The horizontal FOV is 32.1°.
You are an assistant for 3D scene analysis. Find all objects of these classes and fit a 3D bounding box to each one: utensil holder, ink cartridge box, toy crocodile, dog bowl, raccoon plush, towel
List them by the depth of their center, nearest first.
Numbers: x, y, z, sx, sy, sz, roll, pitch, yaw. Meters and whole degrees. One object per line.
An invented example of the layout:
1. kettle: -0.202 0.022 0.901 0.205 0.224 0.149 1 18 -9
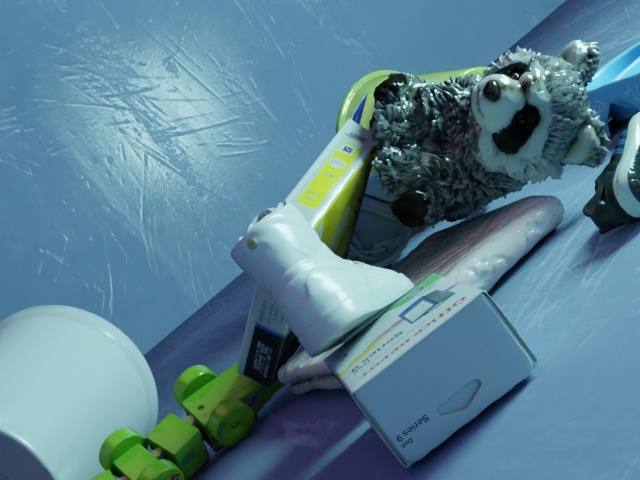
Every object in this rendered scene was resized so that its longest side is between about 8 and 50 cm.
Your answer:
1. ink cartridge box: 0.099 0.117 1.073 0.154 0.093 0.212 -38 7 -3
2. towel: 0.119 0.076 1.411 0.332 0.053 0.317 -41 6 -23
3. raccoon plush: 0.260 -0.149 1.505 0.299 0.216 0.446 -12 1 23
4. toy crocodile: -0.186 0.275 1.514 0.340 0.105 0.115 -39 46 -24
5. ink cartridge box: 0.000 0.000 1.520 0.307 0.072 0.304 -51 -18 -45
6. dog bowl: 0.462 -0.226 1.528 0.166 0.074 0.297 -39 8 -11
7. utensil holder: -0.456 0.318 1.692 0.327 0.327 0.385 -36 10 18

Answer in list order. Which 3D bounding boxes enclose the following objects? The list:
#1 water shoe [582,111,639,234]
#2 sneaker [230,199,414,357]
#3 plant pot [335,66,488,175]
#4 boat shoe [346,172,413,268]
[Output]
1. water shoe: 0.335 -0.079 1.221 0.080 0.073 0.203 -36 6 37
2. sneaker: 0.002 0.026 1.217 0.108 0.169 0.292 -42 -10 11
3. plant pot: 0.213 -0.192 1.970 0.254 0.276 0.276 -9 27 51
4. boat shoe: 0.079 -0.003 1.732 0.367 0.136 0.156 103 -170 -83
